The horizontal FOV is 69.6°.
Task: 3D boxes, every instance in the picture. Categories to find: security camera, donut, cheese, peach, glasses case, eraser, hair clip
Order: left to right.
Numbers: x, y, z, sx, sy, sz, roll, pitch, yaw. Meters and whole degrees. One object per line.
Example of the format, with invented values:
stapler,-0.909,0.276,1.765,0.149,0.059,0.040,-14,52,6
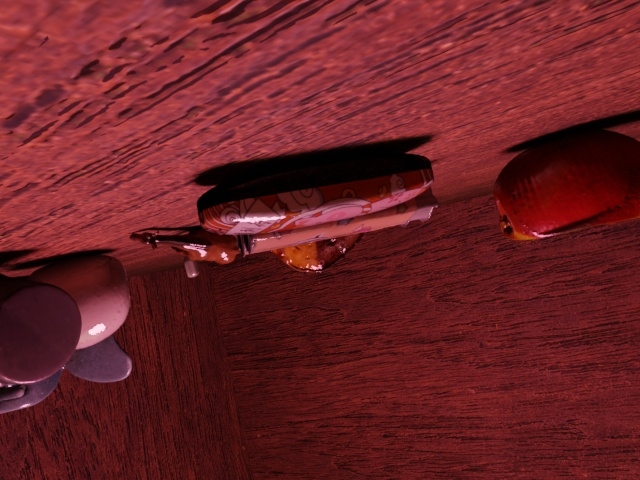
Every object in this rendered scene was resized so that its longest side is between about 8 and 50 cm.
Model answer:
hair clip,-0.722,0.245,1.128,0.393,0.318,0.238,-11,178,12
cheese,-0.473,0.124,0.904,0.198,0.154,0.189,-21,-151,-22
security camera,-0.313,0.043,1.093,0.058,0.092,0.058,-11,180,0
donut,0.000,0.000,1.271,0.295,0.151,0.112,-13,-171,3
glasses case,0.000,-0.052,0.510,0.267,0.067,0.103,-13,177,-18
eraser,0.017,-0.041,0.733,0.291,0.087,0.171,-12,180,-18
peach,0.411,-0.091,0.714,0.268,0.158,0.154,-11,-171,21

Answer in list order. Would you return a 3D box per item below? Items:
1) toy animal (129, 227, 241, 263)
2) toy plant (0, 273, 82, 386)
toy animal,-0.252,0.005,0.881,0.225,0.066,0.230,9,178,-27
toy plant,-0.592,0.138,0.745,0.401,0.185,0.279,-3,171,26
